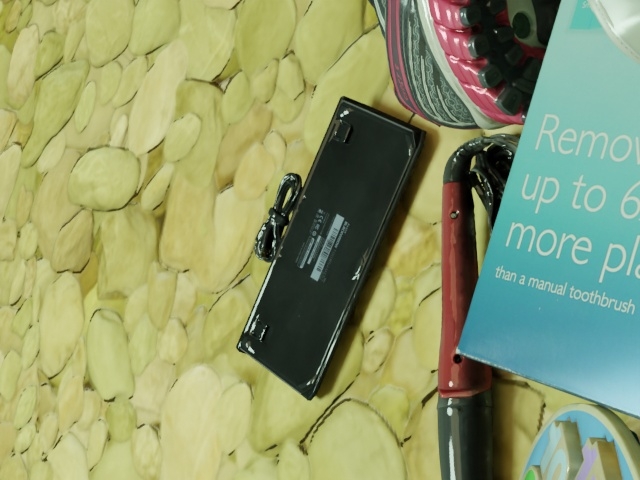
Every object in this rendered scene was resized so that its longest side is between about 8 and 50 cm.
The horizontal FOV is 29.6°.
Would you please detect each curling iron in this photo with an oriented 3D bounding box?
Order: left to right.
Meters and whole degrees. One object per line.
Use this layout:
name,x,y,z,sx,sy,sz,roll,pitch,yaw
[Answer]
curling iron,0.083,0.071,0.629,0.068,0.035,0.274,-8,71,49

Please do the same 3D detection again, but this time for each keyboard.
keyboard,0.000,0.000,0.768,0.108,0.023,0.180,30,100,44

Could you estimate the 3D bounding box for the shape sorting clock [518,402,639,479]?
shape sorting clock,0.102,0.170,0.497,0.206,0.040,0.206,-173,90,-81

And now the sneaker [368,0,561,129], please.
sneaker,0.050,-0.202,0.635,0.112,0.121,0.299,1,105,57

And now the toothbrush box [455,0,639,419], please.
toothbrush box,0.205,-0.060,0.459,0.216,0.126,0.295,17,89,52

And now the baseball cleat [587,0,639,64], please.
baseball cleat,0.157,-0.091,0.387,0.206,0.072,0.109,49,128,51
